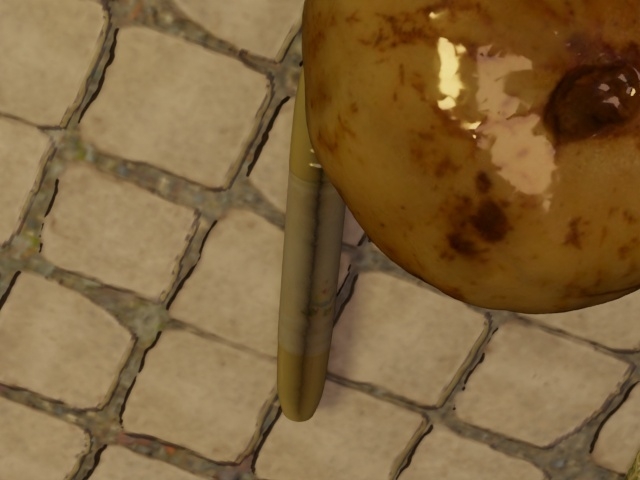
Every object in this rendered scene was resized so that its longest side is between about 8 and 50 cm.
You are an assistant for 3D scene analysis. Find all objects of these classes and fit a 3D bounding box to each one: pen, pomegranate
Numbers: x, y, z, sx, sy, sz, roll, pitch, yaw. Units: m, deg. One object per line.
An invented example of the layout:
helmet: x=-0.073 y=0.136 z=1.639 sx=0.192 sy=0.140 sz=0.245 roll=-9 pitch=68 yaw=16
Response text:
pen: x=0.000 y=0.000 z=0.989 sx=0.040 sy=0.032 sz=0.233 roll=-11 pitch=128 yaw=-20
pomegranate: x=0.095 y=-0.078 z=0.842 sx=0.215 sy=0.215 sz=0.215 roll=0 pitch=124 yaw=0

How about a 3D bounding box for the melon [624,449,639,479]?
melon: x=0.202 y=0.197 z=1.116 sx=0.098 sy=0.054 sz=0.182 roll=10 pitch=125 yaw=-24
